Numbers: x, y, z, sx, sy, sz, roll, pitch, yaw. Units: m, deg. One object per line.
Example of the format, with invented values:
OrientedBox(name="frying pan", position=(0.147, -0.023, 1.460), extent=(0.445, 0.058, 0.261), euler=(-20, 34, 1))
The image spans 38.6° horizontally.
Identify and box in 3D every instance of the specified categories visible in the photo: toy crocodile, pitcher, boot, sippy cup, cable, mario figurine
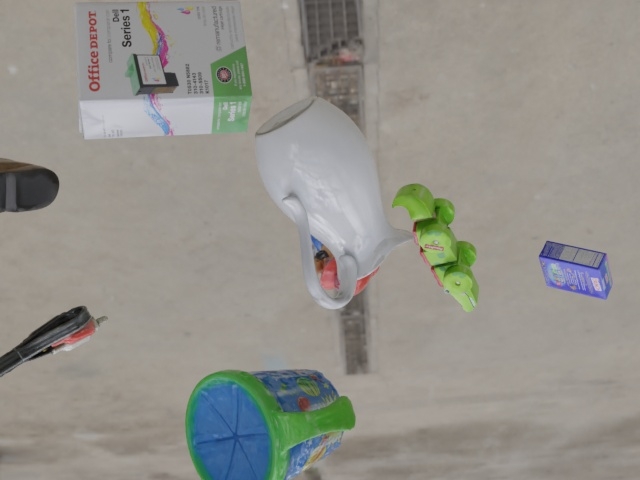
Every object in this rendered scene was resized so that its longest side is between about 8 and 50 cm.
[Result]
OrientedBox(name="toy crocodile", position=(0.261, 0.019, 1.976), extent=(0.105, 0.115, 0.340), euler=(-14, 128, 25))
OrientedBox(name="pitcher", position=(0.003, -0.042, 1.029), extent=(0.126, 0.177, 0.207), euler=(-17, 113, 37))
OrientedBox(name="boot", position=(-0.624, -0.099, 1.608), extent=(0.115, 0.112, 0.305), euler=(26, -160, 36))
OrientedBox(name="sippy cup", position=(-0.082, 0.328, 1.625), extent=(0.306, 0.240, 0.224), euler=(28, -157, 37))
OrientedBox(name="cable", position=(-0.486, 0.198, 1.559), extent=(0.139, 0.072, 0.287), euler=(-20, -164, 48))
OrientedBox(name="mario figurine", position=(0.000, 0.000, 1.990), extent=(0.170, 0.320, 0.198), euler=(-43, 133, 17))

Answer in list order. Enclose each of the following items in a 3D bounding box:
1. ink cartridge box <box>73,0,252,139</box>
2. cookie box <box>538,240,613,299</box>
OrientedBox(name="ink cartridge box", position=(-0.266, -0.286, 1.523), extent=(0.278, 0.201, 0.117), euler=(-4, 156, -12))
OrientedBox(name="cookie box", position=(0.435, 0.051, 1.554), extent=(0.107, 0.040, 0.091), euler=(15, 150, 34))
